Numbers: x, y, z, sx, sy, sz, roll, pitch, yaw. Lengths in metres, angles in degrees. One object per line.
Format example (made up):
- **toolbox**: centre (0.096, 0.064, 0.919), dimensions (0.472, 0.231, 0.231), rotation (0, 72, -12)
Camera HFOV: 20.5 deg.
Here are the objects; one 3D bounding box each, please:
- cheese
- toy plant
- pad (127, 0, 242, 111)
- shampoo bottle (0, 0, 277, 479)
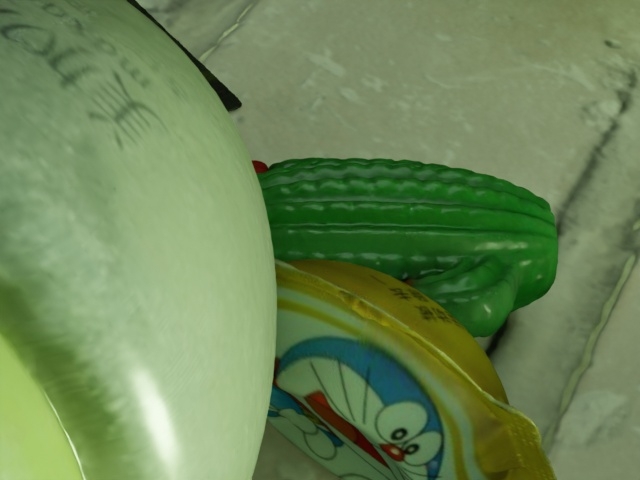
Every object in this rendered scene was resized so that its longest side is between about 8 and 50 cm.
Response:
- **cheese**: centre (-0.006, 0.056, 0.848), dimensions (0.270, 0.177, 0.069), rotation (21, 63, 33)
- **toy plant**: centre (0.009, -0.005, 0.967), dimensions (0.240, 0.088, 0.154), rotation (12, 29, 15)
- **pad**: centre (-0.164, -0.124, 1.112), dimensions (0.143, 0.003, 0.211), rotation (-23, 53, -33)
- **shampoo bottle**: centre (-0.178, 0.044, 0.692), dimensions (0.322, 0.322, 0.317), rotation (20, 33, 8)
